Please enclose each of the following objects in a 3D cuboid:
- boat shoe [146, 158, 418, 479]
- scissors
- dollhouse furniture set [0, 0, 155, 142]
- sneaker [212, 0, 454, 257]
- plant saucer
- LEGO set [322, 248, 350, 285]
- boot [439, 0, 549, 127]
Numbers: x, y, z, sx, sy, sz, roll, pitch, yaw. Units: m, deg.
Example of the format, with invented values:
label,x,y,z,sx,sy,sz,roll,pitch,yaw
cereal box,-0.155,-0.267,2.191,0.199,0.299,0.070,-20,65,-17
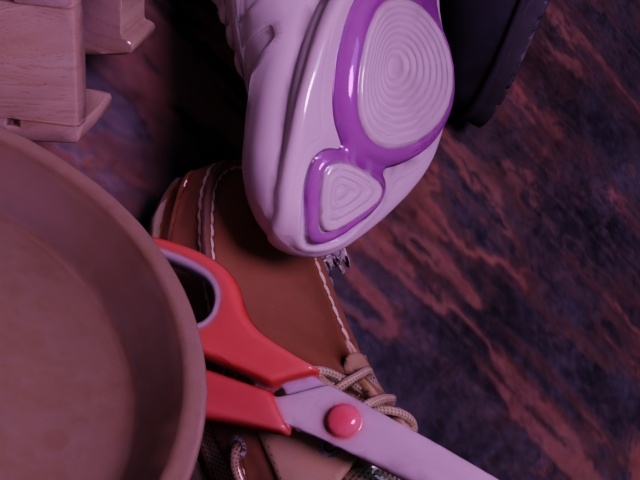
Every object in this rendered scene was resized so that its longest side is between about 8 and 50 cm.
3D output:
label,x,y,z,sx,sy,sz,roll,pitch,yaw
boat shoe,0.002,0.113,0.582,0.122,0.120,0.324,-5,78,-44
scissors,-0.002,0.064,0.521,0.021,0.297,0.109,63,40,-62
dollhouse furniture set,-0.170,-0.243,0.592,0.303,0.198,0.286,-70,166,-62
sneaker,-0.006,-0.126,0.637,0.114,0.152,0.305,39,52,-47
plant saucer,-0.179,0.044,0.416,0.278,0.041,0.278,13,40,-12
LEGO set,-0.002,-0.001,0.690,0.054,0.023,0.083,-6,79,-44
boot,0.061,-0.216,0.770,0.207,0.246,0.094,19,31,1
